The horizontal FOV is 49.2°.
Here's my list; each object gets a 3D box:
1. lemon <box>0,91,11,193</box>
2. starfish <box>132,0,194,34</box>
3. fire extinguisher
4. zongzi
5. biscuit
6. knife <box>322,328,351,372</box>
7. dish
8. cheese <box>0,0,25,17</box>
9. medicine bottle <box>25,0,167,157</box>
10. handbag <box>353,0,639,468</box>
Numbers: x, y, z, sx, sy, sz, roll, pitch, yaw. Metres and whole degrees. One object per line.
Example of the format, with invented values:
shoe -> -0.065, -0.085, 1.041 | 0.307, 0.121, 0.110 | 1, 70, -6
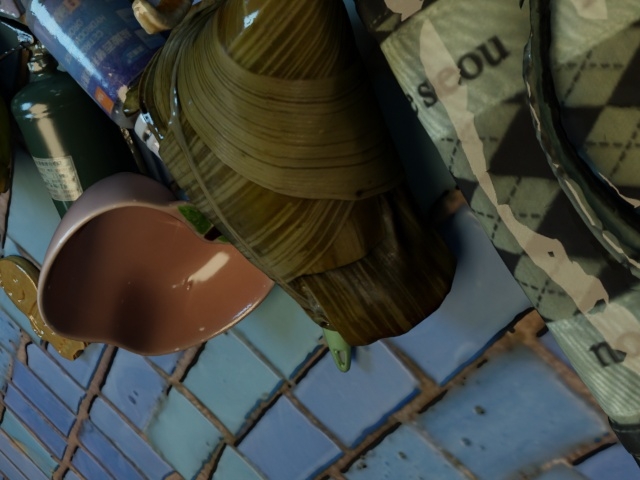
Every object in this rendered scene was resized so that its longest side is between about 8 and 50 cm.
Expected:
lemon -> -0.478, -0.125, 0.728 | 0.321, 0.268, 0.268 | 39, 136, 2
starfish -> -0.030, -0.215, 0.362 | 0.050, 0.248, 0.138 | 21, 145, -15
fire extinguisher -> -0.237, -0.088, 0.700 | 0.118, 0.093, 0.295 | -4, 117, 26
zongzi -> 0.014, -0.040, 0.440 | 0.286, 0.134, 0.288 | 47, 164, -15
biscuit -> -0.400, 0.095, 0.999 | 0.133, 0.027, 0.184 | -24, 103, 47
knife -> 0.001, -0.001, 0.622 | 0.043, 0.020, 0.293 | 5, 120, 34
dish -> -0.152, 0.010, 0.650 | 0.213, 0.213, 0.090 | 107, 153, -42
cheese -> -0.348, -0.243, 0.641 | 0.192, 0.037, 0.097 | 22, 153, 18
medicine bottle -> -0.156, -0.139, 0.604 | 0.203, 0.083, 0.083 | 46, 136, 0
handbag -> 0.213, -0.083, 0.305 | 0.316, 0.180, 0.416 | -31, 93, 38
